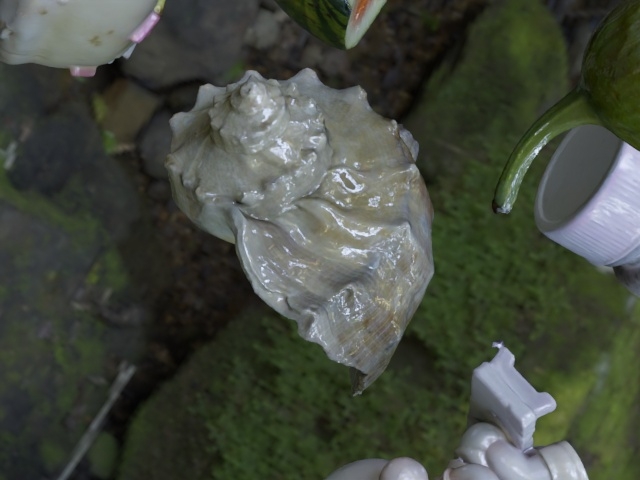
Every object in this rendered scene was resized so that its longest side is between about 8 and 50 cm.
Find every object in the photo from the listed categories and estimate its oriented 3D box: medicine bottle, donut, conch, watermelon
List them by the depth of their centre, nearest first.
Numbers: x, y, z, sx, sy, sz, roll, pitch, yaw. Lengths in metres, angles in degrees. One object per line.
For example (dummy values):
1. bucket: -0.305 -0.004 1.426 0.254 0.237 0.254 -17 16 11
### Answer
1. conch: 0.008 -0.006 1.243 0.186 0.263 0.324 -28 137 16
2. donut: -0.171 -0.315 1.251 0.142 0.382 0.383 19 100 -17
3. watermelon: 0.036 -0.256 1.365 0.303 0.159 0.128 -58 135 -40
4. medicine bottle: 0.358 -0.010 1.452 0.165 0.273 0.165 -55 -164 23

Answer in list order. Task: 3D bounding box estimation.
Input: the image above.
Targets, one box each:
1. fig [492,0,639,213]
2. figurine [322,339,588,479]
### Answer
1. fig: 0.213 -0.095 1.061 0.149 0.245 0.149 35 42 -39
2. figurine: 0.077 0.209 1.210 0.256 0.144 0.182 -31 171 -13
